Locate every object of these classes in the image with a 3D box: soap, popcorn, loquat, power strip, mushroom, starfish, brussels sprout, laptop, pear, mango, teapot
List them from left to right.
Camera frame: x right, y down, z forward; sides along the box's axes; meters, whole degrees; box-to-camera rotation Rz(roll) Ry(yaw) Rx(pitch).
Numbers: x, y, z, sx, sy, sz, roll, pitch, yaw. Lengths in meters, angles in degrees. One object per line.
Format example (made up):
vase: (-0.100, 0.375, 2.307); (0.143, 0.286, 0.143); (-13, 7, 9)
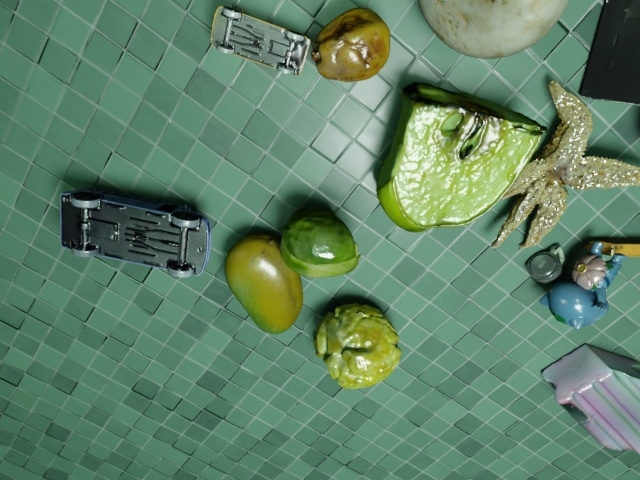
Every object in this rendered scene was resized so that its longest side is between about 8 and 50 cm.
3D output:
mango: (-0.115, 0.102, 0.938); (0.156, 0.114, 0.251); (-15, 113, 5)
brussels sprout: (-0.008, 0.002, 0.846); (0.145, 0.183, 0.132); (-10, 112, -16)
loquat: (0.049, -0.321, 0.726); (0.137, 0.137, 0.113); (-12, 118, 8)
popcorn: (0.072, 0.234, 0.974); (0.198, 0.198, 0.212); (44, 136, -17)
pear: (0.233, -0.132, 0.791); (0.238, 0.164, 0.256); (10, 118, -6)
mushroom: (0.272, -0.413, 0.650); (0.243, 0.244, 0.244); (1, 115, 2)
starfish: (0.441, -0.093, 0.843); (0.301, 0.084, 0.294); (36, 116, -10)
teapot: (0.490, 0.055, 0.927); (0.057, 0.066, 0.088); (35, 90, -34)
soap: (0.718, 0.392, 1.044); (0.324, 0.109, 0.193); (43, 110, -15)
power strip: (0.639, 0.014, 0.901); (0.177, 0.049, 0.028); (1, 109, 2)
laptop: (0.519, -0.327, 0.698); (0.026, 0.154, 0.207); (-10, 118, -25)

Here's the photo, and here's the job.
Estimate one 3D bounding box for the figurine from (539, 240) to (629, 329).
figurine: (0.550, 0.096, 0.888); (0.144, 0.114, 0.178); (11, 112, -46)

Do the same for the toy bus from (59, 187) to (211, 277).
toy bus: (-0.359, -0.024, 0.881); (0.291, 0.133, 0.126); (11, 110, 0)

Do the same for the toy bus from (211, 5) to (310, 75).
toy bus: (-0.101, -0.346, 0.750); (0.162, 0.074, 0.070); (17, 122, -8)
